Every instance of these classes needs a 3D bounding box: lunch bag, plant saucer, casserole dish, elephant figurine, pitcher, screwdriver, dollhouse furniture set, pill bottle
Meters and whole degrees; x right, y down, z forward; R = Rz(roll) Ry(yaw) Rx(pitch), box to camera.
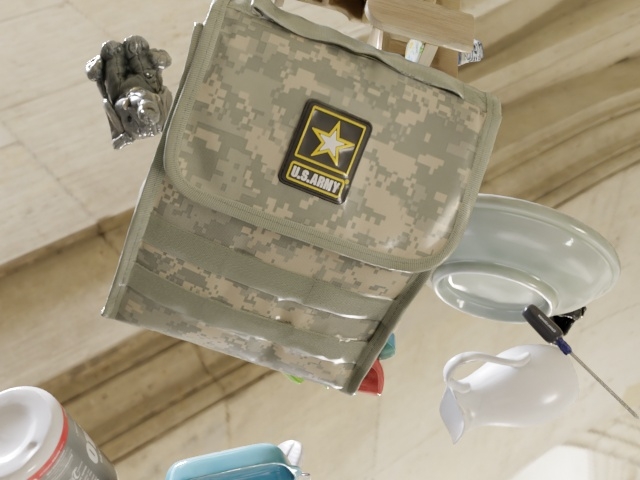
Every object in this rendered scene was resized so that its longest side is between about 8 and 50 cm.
[{"bbox_3d":[-0.020,-0.038,0.734,0.235,0.169,0.287,19,-51,-10],"label":"lunch bag"},{"bbox_3d":[0.307,0.057,1.582,0.400,0.100,0.400,14,-24,6],"label":"plant saucer"},{"bbox_3d":[-0.119,0.306,1.199,0.114,0.188,0.037,69,8,-58],"label":"casserole dish"},{"bbox_3d":[-0.337,-0.242,1.677,0.169,0.186,0.239,-33,-120,21],"label":"elephant figurine"},{"bbox_3d":[0.290,0.220,1.420,0.125,0.207,0.177,-111,-173,-45],"label":"pitcher"},{"bbox_3d":[0.285,0.135,1.008,0.170,0.025,0.024,50,-49,27],"label":"screwdriver"},{"bbox_3d":[0.032,-0.194,0.864,0.212,0.161,0.242,112,-11,-51],"label":"dollhouse furniture set"},{"bbox_3d":[-0.397,0.356,1.352,0.161,0.161,0.283,36,-22,40],"label":"pill bottle"}]

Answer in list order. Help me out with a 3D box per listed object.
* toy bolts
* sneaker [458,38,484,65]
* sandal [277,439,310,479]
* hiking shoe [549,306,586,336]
[{"bbox_3d":[0.026,0.156,1.610,0.228,0.158,0.218,5,-35,37],"label":"toy bolts"},{"bbox_3d":[0.266,-0.346,1.655,0.058,0.135,0.052,7,-64,14],"label":"sneaker"},{"bbox_3d":[-0.068,0.497,1.671,0.102,0.076,0.265,11,-96,58],"label":"sandal"},{"bbox_3d":[0.499,0.099,1.786,0.114,0.086,0.227,-86,-177,-53],"label":"hiking shoe"}]
